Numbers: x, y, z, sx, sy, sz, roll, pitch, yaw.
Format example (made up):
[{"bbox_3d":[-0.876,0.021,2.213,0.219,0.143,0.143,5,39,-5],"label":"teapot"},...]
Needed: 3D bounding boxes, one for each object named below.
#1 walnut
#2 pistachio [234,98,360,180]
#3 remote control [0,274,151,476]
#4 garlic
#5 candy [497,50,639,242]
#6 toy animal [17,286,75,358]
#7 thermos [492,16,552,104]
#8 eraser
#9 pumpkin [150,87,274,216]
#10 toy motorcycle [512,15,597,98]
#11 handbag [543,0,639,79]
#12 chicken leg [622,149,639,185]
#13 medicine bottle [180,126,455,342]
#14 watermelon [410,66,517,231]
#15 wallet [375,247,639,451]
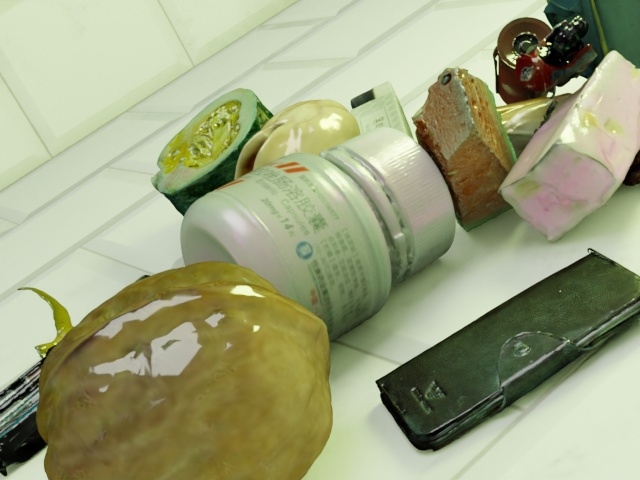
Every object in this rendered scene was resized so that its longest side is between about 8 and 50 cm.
[{"bbox_3d":[-0.143,0.180,1.216,0.344,0.306,0.306,-29,21,6],"label":"walnut"},{"bbox_3d":[-0.041,-0.074,1.703,0.193,0.213,0.318,23,96,54],"label":"pistachio"},{"bbox_3d":[-0.380,0.196,1.697,0.144,0.062,0.399,25,56,37],"label":"remote control"},{"bbox_3d":[0.286,-0.166,1.707,0.227,0.110,0.217,-10,9,-4],"label":"garlic"},{"bbox_3d":[0.359,-0.133,1.466,0.155,0.116,0.265,-45,3,46],"label":"candy"},{"bbox_3d":[-0.436,0.171,1.844,0.095,0.219,0.155,-51,-10,-12],"label":"toy animal"},{"bbox_3d":[0.345,-0.278,1.814,0.098,0.124,0.232,-12,-18,5],"label":"thermos"},{"bbox_3d":[0.119,-0.175,1.935,0.096,0.098,0.404,-23,23,9],"label":"eraser"},{"bbox_3d":[-0.165,-0.127,2.045,0.263,0.197,0.293,-33,27,15],"label":"pumpkin"},{"bbox_3d":[0.342,-0.256,1.574,0.122,0.082,0.213,-40,-11,6],"label":"toy motorcycle"},{"bbox_3d":[0.486,-0.360,1.685,0.222,0.263,0.241,-21,23,0],"label":"handbag"},{"bbox_3d":[0.478,-0.138,1.500,0.205,0.053,0.093,-35,8,-27],"label":"chicken leg"},{"bbox_3d":[0.000,0.000,1.476,0.324,0.256,0.256,-28,20,-24],"label":"medicine bottle"},{"bbox_3d":[0.196,-0.143,1.496,0.139,0.193,0.256,-27,-17,10],"label":"watermelon"},{"bbox_3d":[0.219,0.120,1.234,0.318,0.045,0.172,-31,20,-4],"label":"wallet"}]
